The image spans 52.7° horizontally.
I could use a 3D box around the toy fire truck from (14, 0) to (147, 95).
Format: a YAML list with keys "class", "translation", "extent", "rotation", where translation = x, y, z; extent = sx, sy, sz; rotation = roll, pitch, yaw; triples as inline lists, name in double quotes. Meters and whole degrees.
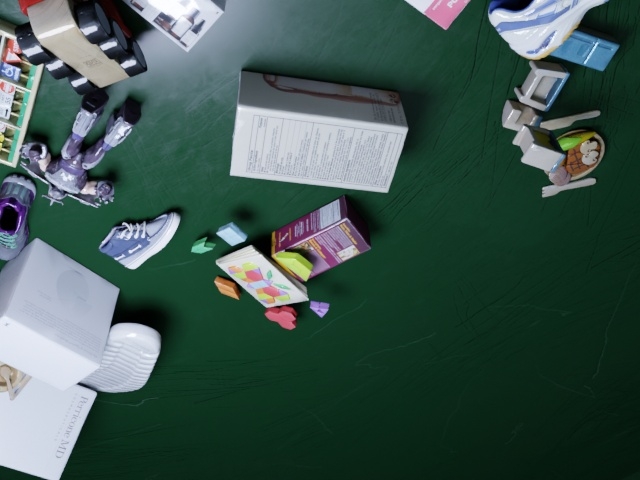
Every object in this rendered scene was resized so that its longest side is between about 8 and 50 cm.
- class: "toy fire truck"
  translation: [-0.398, -0.365, 0.974]
  extent: [0.158, 0.246, 0.217]
  rotation: [-19, 174, 4]

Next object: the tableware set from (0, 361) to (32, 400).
- class: "tableware set"
  translation: [-0.686, 0.264, 1.487]
  extent: [0.039, 0.194, 0.128]
  rotation: [2, 141, 43]

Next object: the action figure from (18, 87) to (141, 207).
- class: "action figure"
  translation: [-0.448, -0.154, 1.193]
  extent: [0.185, 0.099, 0.285]
  rotation: [24, 129, -30]

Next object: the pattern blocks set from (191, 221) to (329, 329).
- class: "pattern blocks set"
  translation: [-0.126, 0.086, 1.404]
  extent: [0.325, 0.026, 0.285]
  rotation: [35, 143, -20]

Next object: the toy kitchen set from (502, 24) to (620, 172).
- class: "toy kitchen set"
  translation: [0.434, -0.247, 1.132]
  extent: [0.122, 0.166, 0.207]
  rotation: [11, 130, -14]

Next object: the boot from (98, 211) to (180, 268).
- class: "boot"
  translation: [-0.378, -0.010, 1.342]
  extent: [0.086, 0.069, 0.190]
  rotation: [33, 124, -32]

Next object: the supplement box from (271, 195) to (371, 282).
- class: "supplement box"
  translation: [0.000, 0.000, 1.374]
  extent: [0.188, 0.081, 0.104]
  rotation: [-27, 128, 19]

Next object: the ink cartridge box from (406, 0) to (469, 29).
- class: "ink cartridge box"
  translation: [0.119, -0.432, 0.945]
  extent: [0.218, 0.158, 0.092]
  rotation: [25, 127, -24]

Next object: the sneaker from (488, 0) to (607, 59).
- class: "sneaker"
  translation: [0.396, -0.425, 1.009]
  extent: [0.131, 0.112, 0.296]
  rotation: [30, 121, -23]

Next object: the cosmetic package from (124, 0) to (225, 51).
- class: "cosmetic package"
  translation: [-0.270, -0.411, 1.000]
  extent: [0.239, 0.060, 0.099]
  rotation: [35, 120, -30]

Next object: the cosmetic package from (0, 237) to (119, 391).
- class: "cosmetic package"
  translation: [-0.577, 0.160, 1.375]
  extent: [0.138, 0.225, 0.224]
  rotation: [-34, 125, 23]

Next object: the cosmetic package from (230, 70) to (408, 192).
- class: "cosmetic package"
  translation: [-0.009, -0.195, 1.169]
  extent: [0.296, 0.129, 0.153]
  rotation: [6, 132, -11]

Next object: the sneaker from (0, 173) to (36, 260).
- class: "sneaker"
  translation: [-0.631, -0.025, 1.290]
  extent: [0.083, 0.098, 0.224]
  rotation: [16, 128, -18]

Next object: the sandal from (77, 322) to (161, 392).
- class: "sandal"
  translation: [-0.476, 0.275, 1.563]
  extent: [0.169, 0.102, 0.416]
  rotation: [26, 142, -24]

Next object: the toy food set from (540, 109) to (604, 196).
- class: "toy food set"
  translation: [0.506, -0.164, 1.297]
  extent: [0.132, 0.038, 0.192]
  rotation: [-13, 131, 7]

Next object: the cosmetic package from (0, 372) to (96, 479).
- class: "cosmetic package"
  translation: [-0.802, 0.385, 1.527]
  extent: [0.453, 0.230, 0.161]
  rotation: [30, 156, -28]

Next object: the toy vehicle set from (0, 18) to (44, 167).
- class: "toy vehicle set"
  translation: [-0.585, -0.263, 1.122]
  extent: [0.166, 0.035, 0.267]
  rotation: [19, 128, -20]
